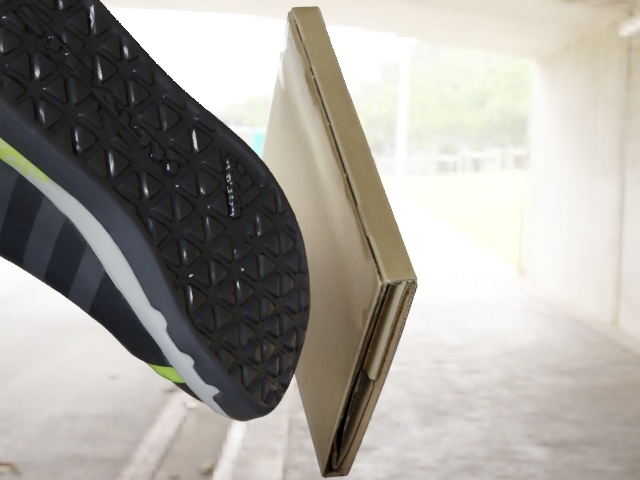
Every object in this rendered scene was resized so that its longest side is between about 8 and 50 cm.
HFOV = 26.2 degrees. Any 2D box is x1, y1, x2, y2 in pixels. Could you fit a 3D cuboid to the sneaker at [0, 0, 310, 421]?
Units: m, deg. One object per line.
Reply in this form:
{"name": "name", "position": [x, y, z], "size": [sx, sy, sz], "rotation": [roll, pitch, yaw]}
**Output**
{"name": "sneaker", "position": [-0.092, -0.023, 0.515], "size": [0.097, 0.235, 0.084], "rotation": [-9, 39, 40]}

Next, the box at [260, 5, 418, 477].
{"name": "box", "position": [0.000, 0.000, 0.745], "size": [0.021, 0.164, 0.201], "rotation": [-4, 49, -16]}
